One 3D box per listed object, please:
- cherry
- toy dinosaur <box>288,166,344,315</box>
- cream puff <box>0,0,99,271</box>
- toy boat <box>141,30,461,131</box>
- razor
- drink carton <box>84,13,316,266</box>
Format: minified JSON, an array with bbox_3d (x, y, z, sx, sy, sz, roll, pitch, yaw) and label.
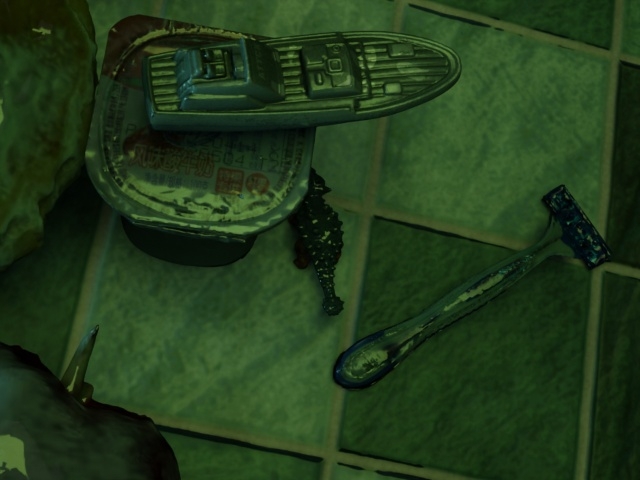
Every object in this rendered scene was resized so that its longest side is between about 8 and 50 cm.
[{"bbox_3d":[-0.240,0.202,0.879,0.255,0.218,0.296,30,72,-8],"label":"cherry"},{"bbox_3d":[0.000,0.000,1.092,0.049,0.055,0.154,-5,71,-19],"label":"toy dinosaur"},{"bbox_3d":[-0.379,-0.140,0.956,0.378,0.275,0.378,-3,97,-32],"label":"cream puff"},{"bbox_3d":[-0.011,-0.131,0.910,0.261,0.085,0.078,-6,73,-11],"label":"toy boat"},{"bbox_3d":[0.149,0.051,1.110,0.324,0.056,0.093,-30,82,-20],"label":"razor"},{"bbox_3d":[-0.114,-0.067,1.013,0.186,0.189,0.191,9,71,-11],"label":"drink carton"}]
